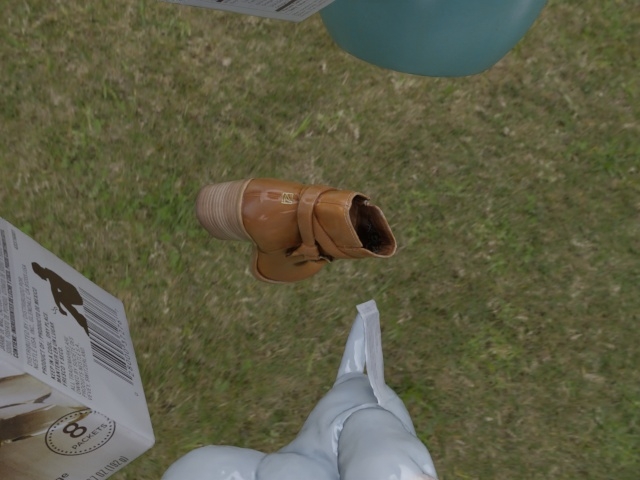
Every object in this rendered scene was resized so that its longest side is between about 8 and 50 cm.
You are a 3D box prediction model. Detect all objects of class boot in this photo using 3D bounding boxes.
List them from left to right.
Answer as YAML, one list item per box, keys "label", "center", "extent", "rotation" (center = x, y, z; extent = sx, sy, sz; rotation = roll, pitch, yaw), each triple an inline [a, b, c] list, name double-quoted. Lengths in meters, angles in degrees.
- label: "boot"
  center: [0.000, 0.000, 0.748]
  extent: [0.152, 0.197, 0.073]
  rotation: [2, 77, 29]

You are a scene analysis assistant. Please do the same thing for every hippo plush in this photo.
- label: "hippo plush"
  center: [-0.025, 0.220, 0.659]
  extent: [0.236, 0.234, 0.294]
  rotation: [-17, 83, 0]

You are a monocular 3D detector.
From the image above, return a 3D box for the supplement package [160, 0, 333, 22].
- label: "supplement package"
  center: [-0.067, -0.254, 0.421]
  extent: [0.262, 0.198, 0.199]
  rotation: [-4, 81, -42]

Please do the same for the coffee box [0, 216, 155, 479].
- label: "coffee box"
  center: [-0.240, 0.042, 0.379]
  extent: [0.168, 0.297, 0.119]
  rotation: [-36, 45, 8]

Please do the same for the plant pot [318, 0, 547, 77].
- label: "plant pot"
  center: [0.113, -0.306, 0.839]
  extent: [0.292, 0.235, 0.293]
  rotation: [7, 33, -5]
